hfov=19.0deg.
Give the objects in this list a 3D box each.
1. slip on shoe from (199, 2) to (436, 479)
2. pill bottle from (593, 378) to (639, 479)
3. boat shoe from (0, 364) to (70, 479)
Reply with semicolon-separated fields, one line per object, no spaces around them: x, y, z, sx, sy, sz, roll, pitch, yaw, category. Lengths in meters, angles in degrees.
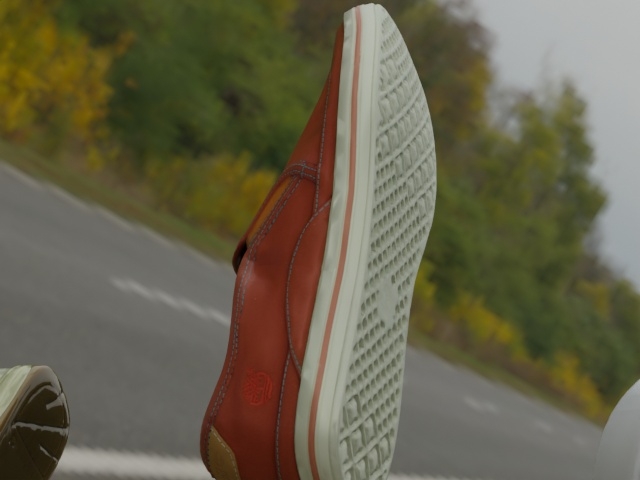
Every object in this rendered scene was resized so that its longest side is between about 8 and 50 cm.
0.000;0.000;1.096;0.101;0.331;0.123;-4;-33;23;slip on shoe
0.264;0.125;0.898;0.153;0.153;0.264;31;-20;-32;pill bottle
-0.130;0.092;0.621;0.045;0.135;0.050;2;-55;26;boat shoe
